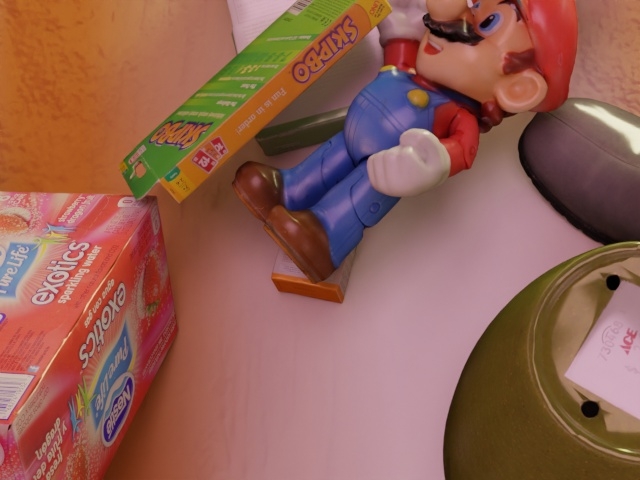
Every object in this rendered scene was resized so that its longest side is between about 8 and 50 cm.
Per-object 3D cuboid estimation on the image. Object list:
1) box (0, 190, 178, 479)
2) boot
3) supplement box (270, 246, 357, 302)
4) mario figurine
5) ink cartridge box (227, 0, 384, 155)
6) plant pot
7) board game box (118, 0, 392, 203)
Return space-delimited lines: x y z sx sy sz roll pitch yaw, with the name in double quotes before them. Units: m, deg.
"box" -0.231 0.093 0.900 0.154 0.142 0.300 2 32 11
"boot" 0.300 -0.045 0.896 0.338 0.223 0.118 36 79 21
"supplement box" 0.000 0.000 1.032 0.062 0.036 0.098 11 70 15
"mario figurine" 0.065 -0.126 0.950 0.320 0.170 0.198 -41 72 -1
"ink cartridge box" 0.000 -0.214 1.091 0.171 0.056 0.235 -15 75 4
"plant pot" 0.213 0.116 0.807 0.274 0.293 0.275 -4 67 8
"board game box" -0.062 -0.128 0.995 0.259 0.039 0.124 -40 24 -2
